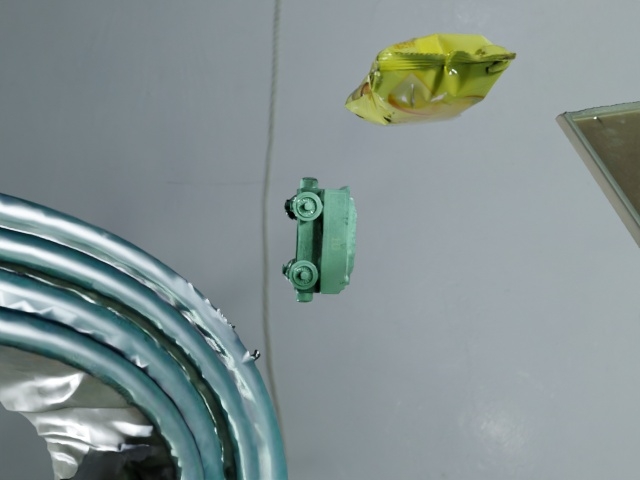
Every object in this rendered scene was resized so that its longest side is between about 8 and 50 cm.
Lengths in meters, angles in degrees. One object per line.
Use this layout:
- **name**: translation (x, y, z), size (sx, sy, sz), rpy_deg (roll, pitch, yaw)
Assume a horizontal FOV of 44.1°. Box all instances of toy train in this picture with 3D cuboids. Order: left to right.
- **toy train**: translation (0.000, 0.000, 1.085), size (0.099, 0.070, 0.172), rpy_deg (2, 92, -9)

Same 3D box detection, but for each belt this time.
- **belt**: translation (-0.222, 0.134, 0.296), size (0.173, 0.436, 0.300), rpy_deg (-21, 83, 44)

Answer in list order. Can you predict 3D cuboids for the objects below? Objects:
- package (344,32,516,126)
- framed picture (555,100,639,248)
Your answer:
- **package**: translation (0.116, -0.181, 0.910), size (0.168, 0.226, 0.090), rpy_deg (-7, 89, -2)
- **framed picture**: translation (0.405, -0.065, 0.820), size (0.213, 0.289, 0.016), rpy_deg (65, 150, 25)
